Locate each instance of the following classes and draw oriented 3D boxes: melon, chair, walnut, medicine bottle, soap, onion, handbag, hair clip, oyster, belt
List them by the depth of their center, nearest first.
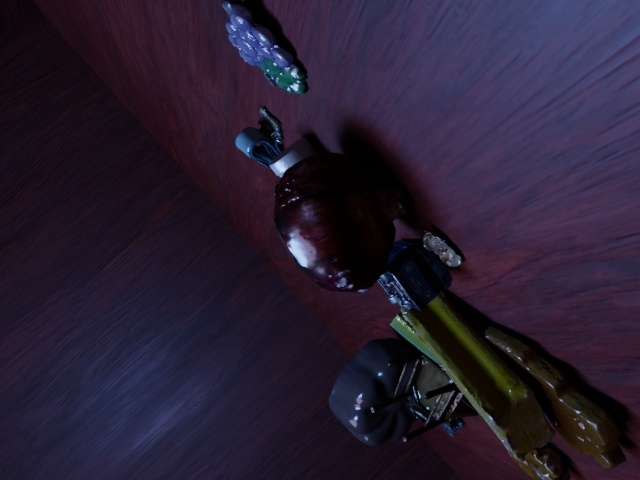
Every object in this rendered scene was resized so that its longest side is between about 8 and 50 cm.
[{"bbox_3d":[-0.088,-0.310,1.125,0.195,0.052,0.124,47,166,-32],"label":"hair clip"},{"bbox_3d":[0.201,0.010,1.156,0.083,0.019,0.054,42,152,-8],"label":"oyster"},{"bbox_3d":[0.040,-0.039,1.171,0.252,0.219,0.252,38,-137,-47],"label":"onion"},{"bbox_3d":[0.287,0.243,1.300,0.199,0.091,0.315,51,179,-40],"label":"soap"},{"bbox_3d":[-0.007,-0.102,1.360,0.186,0.103,0.103,51,169,-13],"label":"medicine bottle"},{"bbox_3d":[-0.116,-0.212,1.523,0.065,0.100,0.179,44,-176,15],"label":"belt"},{"bbox_3d":[0.489,0.489,1.574,0.170,0.069,0.143,30,158,55],"label":"walnut"},{"bbox_3d":[0.250,0.240,1.635,0.262,0.053,0.114,43,172,41],"label":"melon"},{"bbox_3d":[0.300,0.386,1.812,0.160,0.319,0.186,38,121,38],"label":"chair"},{"bbox_3d":[0.358,0.510,2.176,0.179,0.062,0.229,40,167,37],"label":"handbag"}]

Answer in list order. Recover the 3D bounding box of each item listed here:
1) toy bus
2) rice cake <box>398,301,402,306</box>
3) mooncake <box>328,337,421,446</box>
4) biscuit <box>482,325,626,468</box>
[{"bbox_3d":[0.158,0.058,1.259,0.090,0.106,0.185,54,174,-9],"label":"toy bus"},{"bbox_3d":[0.213,0.162,1.617,0.170,0.029,0.033,48,173,0],"label":"rice cake"},{"bbox_3d":[0.180,0.437,2.004,0.154,0.306,0.306,31,160,55],"label":"mooncake"},{"bbox_3d":[0.395,0.257,1.191,0.301,0.043,0.278,48,173,16],"label":"biscuit"}]
